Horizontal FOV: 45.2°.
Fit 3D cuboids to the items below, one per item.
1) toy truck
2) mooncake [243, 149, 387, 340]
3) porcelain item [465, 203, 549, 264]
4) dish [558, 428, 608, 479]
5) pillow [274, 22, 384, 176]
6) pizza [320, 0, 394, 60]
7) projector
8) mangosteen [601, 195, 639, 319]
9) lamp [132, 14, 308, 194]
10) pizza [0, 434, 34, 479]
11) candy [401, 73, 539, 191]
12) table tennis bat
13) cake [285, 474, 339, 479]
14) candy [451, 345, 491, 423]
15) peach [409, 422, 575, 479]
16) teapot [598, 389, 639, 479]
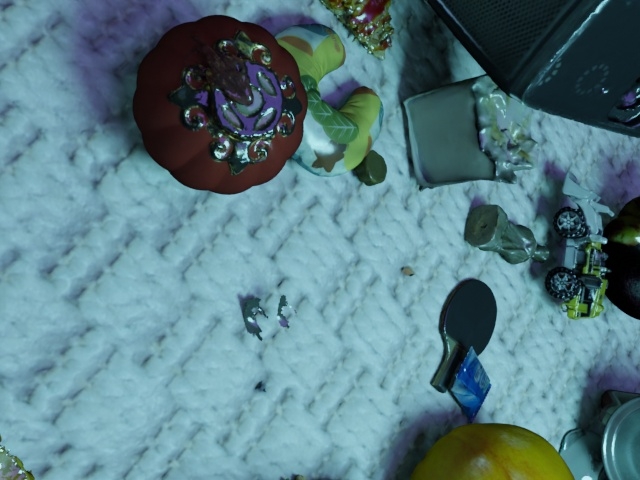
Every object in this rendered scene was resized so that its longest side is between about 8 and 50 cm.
[{"bbox_3d":[0.507,0.012,1.486,0.136,0.111,0.285,8,87,-62],"label":"toy truck"},{"bbox_3d":[0.006,-0.002,1.172,0.347,0.057,0.150,-36,98,-27],"label":"mooncake"},{"bbox_3d":[0.362,0.005,1.435,0.216,0.069,0.081,23,72,-39],"label":"porcelain item"},{"bbox_3d":[0.577,0.490,1.585,0.246,0.078,0.224,-23,103,-34],"label":"dish"},{"bbox_3d":[0.000,-0.212,1.158,0.233,0.086,0.214,53,52,-21],"label":"pillow"},{"bbox_3d":[0.072,-0.379,1.215,0.188,0.062,0.198,-39,113,-28],"label":"pizza"},{"bbox_3d":[0.375,-0.394,1.205,0.395,0.242,0.405,4,46,-39],"label":"projector"},{"bbox_3d":[0.689,0.013,1.549,0.275,0.275,0.302,-36,118,-31],"label":"mangosteen"},{"bbox_3d":[-0.122,-0.170,0.975,0.227,0.227,0.226,0,91,-36],"label":"lamp"},{"bbox_3d":[-0.472,0.241,0.813,0.251,0.074,0.287,-35,110,-31],"label":"pizza"},{"bbox_3d":[0.248,-0.176,1.272,0.137,0.195,0.184,-14,94,-40],"label":"candy"},{"bbox_3d":[0.255,0.171,1.381,0.130,0.019,0.220,42,66,-29],"label":"table tennis bat"},{"bbox_3d":[0.024,0.474,1.091,0.286,0.222,0.227,4,90,-36],"label":"cake"},{"bbox_3d":[0.270,0.259,1.371,0.088,0.038,0.136,-53,136,-21],"label":"candy"},{"bbox_3d":[0.301,0.455,1.244,0.289,0.308,0.288,-15,116,-32],"label":"peach"},{"bbox_3d":[0.711,0.403,1.551,0.312,0.315,0.233,11,109,-43],"label":"teapot"}]
